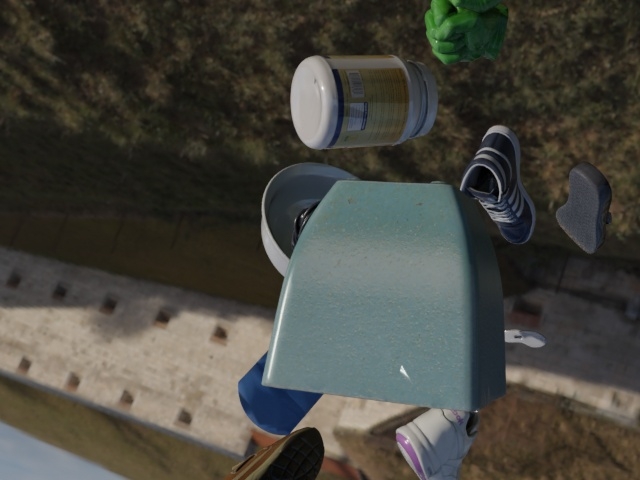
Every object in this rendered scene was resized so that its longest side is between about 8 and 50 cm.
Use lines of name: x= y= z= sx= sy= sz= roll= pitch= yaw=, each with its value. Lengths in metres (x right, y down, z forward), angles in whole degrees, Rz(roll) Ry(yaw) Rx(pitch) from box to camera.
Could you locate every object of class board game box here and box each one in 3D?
board game box: x=-0.077 y=0.278 z=1.615 sx=0.133 sy=0.168 sz=0.033 roll=44 pitch=150 yaw=0

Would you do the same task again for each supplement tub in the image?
supplement tub: x=0.108 y=-0.345 z=2.158 sx=0.317 sy=0.228 sz=0.228 roll=-6 pitch=177 yaw=-24

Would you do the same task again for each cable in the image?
cable: x=0.038 y=-0.015 z=1.542 sx=0.185 sy=0.047 sz=0.150 roll=-21 pitch=135 yaw=11

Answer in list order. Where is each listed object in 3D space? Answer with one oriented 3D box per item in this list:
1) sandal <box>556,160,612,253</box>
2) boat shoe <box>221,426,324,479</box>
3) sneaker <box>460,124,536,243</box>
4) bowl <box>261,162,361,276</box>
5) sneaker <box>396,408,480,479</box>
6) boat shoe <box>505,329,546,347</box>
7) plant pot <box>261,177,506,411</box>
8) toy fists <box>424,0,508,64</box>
sandal: x=0.447 y=-0.051 z=1.429 sx=0.097 sy=0.055 sz=0.254 roll=53 pitch=173 yaw=21
boat shoe: x=-0.121 y=0.456 z=1.653 sx=0.120 sy=0.324 sz=0.122 roll=2 pitch=112 yaw=38
sneaker: x=0.366 y=-0.080 z=1.795 sx=0.099 sy=0.153 sz=0.282 roll=3 pitch=127 yaw=32
bowl: x=0.000 y=0.000 z=1.720 sx=0.298 sy=0.297 sz=0.134 roll=25 pitch=138 yaw=-11
sneaker: x=0.230 y=0.371 z=1.548 sx=0.114 sy=0.152 sz=0.305 roll=51 pitch=174 yaw=28
boat shoe: x=0.448 y=0.211 z=1.894 sx=0.100 sy=0.035 sz=0.035 roll=0 pitch=-174 yaw=37
plant pot: x=0.095 y=0.058 z=1.058 sx=0.247 sy=0.252 sz=0.248 roll=3 pitch=176 yaw=20
toy fists: x=0.264 y=-0.414 z=1.510 sx=0.142 sy=0.096 sz=0.279 roll=7 pitch=149 yaw=-3
